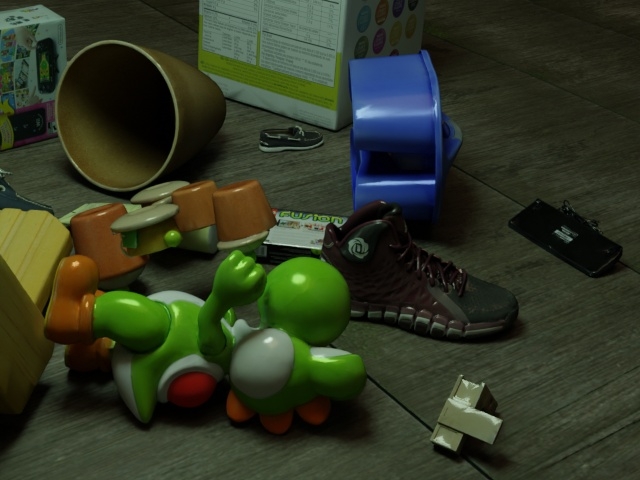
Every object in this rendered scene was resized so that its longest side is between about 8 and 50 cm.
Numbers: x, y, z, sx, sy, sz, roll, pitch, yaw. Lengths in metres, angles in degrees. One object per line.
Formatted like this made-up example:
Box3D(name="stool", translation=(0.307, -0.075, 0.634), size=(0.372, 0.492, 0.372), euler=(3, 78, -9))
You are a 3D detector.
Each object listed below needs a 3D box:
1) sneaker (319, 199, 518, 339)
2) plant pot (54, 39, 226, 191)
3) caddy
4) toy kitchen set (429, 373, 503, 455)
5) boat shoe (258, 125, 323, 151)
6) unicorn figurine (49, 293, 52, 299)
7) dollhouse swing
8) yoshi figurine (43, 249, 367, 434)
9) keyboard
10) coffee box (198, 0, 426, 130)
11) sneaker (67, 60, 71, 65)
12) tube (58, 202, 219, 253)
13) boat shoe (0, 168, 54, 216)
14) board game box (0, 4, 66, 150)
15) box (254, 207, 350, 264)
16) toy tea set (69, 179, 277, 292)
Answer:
Box3D(name="sneaker", translation=(0.129, 0.031, 1.303), size=(0.281, 0.163, 0.106), euler=(6, 29, 4))
Box3D(name="plant pot", translation=(-0.272, -0.214, 1.665), size=(0.237, 0.237, 0.254), euler=(17, 16, 21))
Box3D(name="caddy", translation=(0.137, -0.167, 1.581), size=(0.179, 0.241, 0.341), euler=(-3, 27, 1))
Box3D(name="toy kitchen set", translation=(0.179, 0.212, 1.125), size=(0.068, 0.075, 0.083), euler=(19, 72, 30))
Box3D(name="boat shoe", translation=(-0.052, -0.189, 1.800), size=(0.125, 0.038, 0.046), euler=(-7, 31, -19))
Box3D(name="unicorn figurine", translation=(-0.374, 0.041, 1.309), size=(0.161, 0.111, 0.060), euler=(-9, -5, 21))
Box3D(name="dollhouse swing", translation=(-0.484, 0.011, 1.104), size=(0.346, 0.315, 0.305), euler=(4, 57, 9))
Box3D(name="yoshi figurine", translation=(-0.116, 0.086, 1.152), size=(0.362, 0.203, 0.203), euler=(10, 23, 4))
Box3D(name="keyboard", translation=(0.391, -0.003, 1.548), size=(0.100, 0.038, 0.192), euler=(-34, 43, -15))
Box3D(name="coffee box", translation=(-0.011, -0.460, 1.987), size=(0.338, 0.335, 0.337), euler=(20, 33, 26))
Box3D(name="sneaker", translation=(-0.412, -0.321, 1.904), size=(0.262, 0.121, 0.099), euler=(25, 35, 33))
Box3D(name="tube", translation=(-0.264, -0.026, 1.470), size=(0.240, 0.070, 0.062), euler=(8, 70, 14))
Box3D(name="boat shoe", translation=(-0.482, -0.070, 1.394), size=(0.095, 0.079, 0.254), euler=(-4, -12, 42))
Box3D(name="board game box", translation=(-0.582, -0.259, 1.669), size=(0.303, 0.224, 0.097), euler=(-21, 40, -37))
Box3D(name="box", translation=(0.000, 0.000, 1.472), size=(0.206, 0.036, 0.114), euler=(7, 29, 4))
Box3D(name="toy tea set", translation=(-0.189, 0.004, 1.270), size=(0.200, 0.124, 0.336), euler=(-23, 14, -30))
